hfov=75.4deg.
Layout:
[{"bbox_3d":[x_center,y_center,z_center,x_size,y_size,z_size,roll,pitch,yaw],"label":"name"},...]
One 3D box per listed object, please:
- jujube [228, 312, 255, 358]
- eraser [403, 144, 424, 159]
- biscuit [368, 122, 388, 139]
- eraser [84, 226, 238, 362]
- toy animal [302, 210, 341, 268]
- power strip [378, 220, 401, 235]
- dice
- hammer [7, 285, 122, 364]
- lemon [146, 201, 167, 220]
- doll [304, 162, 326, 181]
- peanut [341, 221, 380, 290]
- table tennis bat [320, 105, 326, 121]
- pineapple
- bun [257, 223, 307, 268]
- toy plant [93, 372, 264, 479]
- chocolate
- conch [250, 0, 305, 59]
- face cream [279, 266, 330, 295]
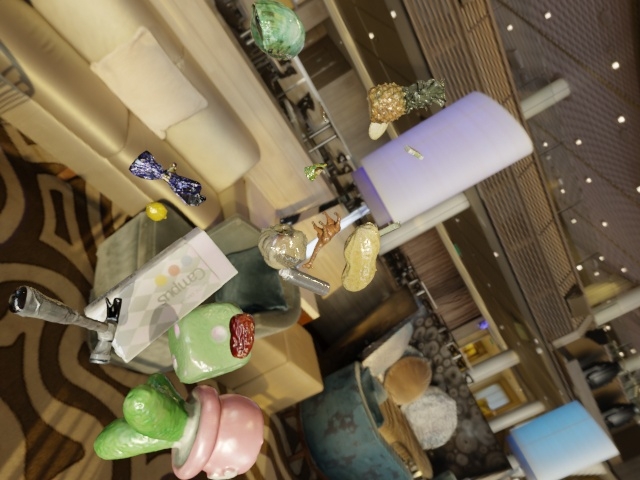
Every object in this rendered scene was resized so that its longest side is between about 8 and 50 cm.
[{"bbox_3d":[-0.227,0.272,1.186,0.077,0.077,0.129,42,47,-63],"label":"jujube"},{"bbox_3d":[0.354,-0.333,1.568,0.083,0.019,0.038,17,32,-36],"label":"eraser"},{"bbox_3d":[0.272,-0.532,1.900,0.020,0.152,0.152,38,-1,26],"label":"biscuit"},{"bbox_3d":[-0.465,0.145,1.228,0.213,0.396,0.082,48,-19,2],"label":"eraser"},{"bbox_3d":[0.000,0.000,1.705,0.066,0.224,0.230,41,-22,33],"label":"toy animal"},{"bbox_3d":[0.279,-0.031,1.948,0.080,0.226,0.029,-14,78,-63],"label":"power strip"},{"bbox_3d":[-0.542,0.497,2.017,0.322,0.330,0.319,-5,68,-37],"label":"dice"},{"bbox_3d":[-0.472,0.160,0.800,0.427,0.044,0.152,118,-19,-72],"label":"hammer"},{"bbox_3d":[-0.573,-0.101,1.450,0.065,0.065,0.092,66,9,30],"label":"lemon"},{"bbox_3d":[-0.029,-0.346,1.985,0.076,0.113,0.078,39,32,-14],"label":"doll"},{"bbox_3d":[0.162,0.077,1.693,0.149,0.149,0.313,-105,-163,-57],"label":"peanut"},{"bbox_3d":[0.011,-0.550,1.804,0.050,0.007,0.083,103,-28,-64],"label":"table tennis bat"},{"bbox_3d":[0.275,-0.449,1.318,0.128,0.247,0.128,-9,90,-82],"label":"pineapple"},{"bbox_3d":[-0.210,0.017,2.269,0.205,0.281,0.282,86,-14,-49],"label":"bun"},{"bbox_3d":[-0.310,0.434,0.981,0.356,0.317,0.211,27,39,-24],"label":"toy plant"},{"bbox_3d":[-0.659,-0.270,1.827,0.343,0.148,0.126,30,9,-9],"label":"chocolate"},{"bbox_3d":[-0.115,-0.541,1.053,0.176,0.122,0.188,37,13,-43],"label":"conch"},{"bbox_3d":[-0.078,0.197,2.024,0.283,0.073,0.073,26,29,-33],"label":"face cream"}]
